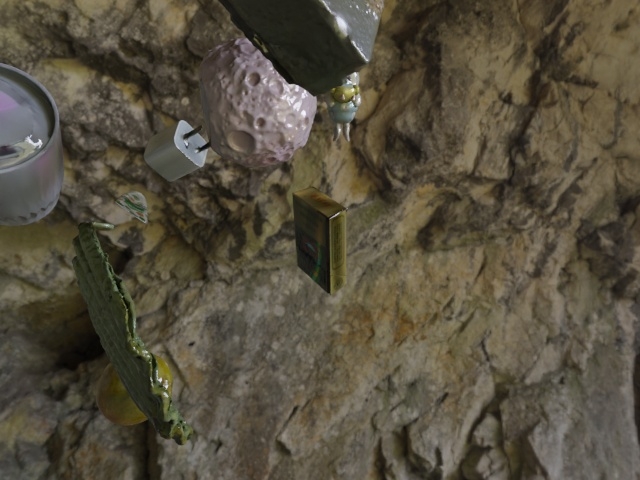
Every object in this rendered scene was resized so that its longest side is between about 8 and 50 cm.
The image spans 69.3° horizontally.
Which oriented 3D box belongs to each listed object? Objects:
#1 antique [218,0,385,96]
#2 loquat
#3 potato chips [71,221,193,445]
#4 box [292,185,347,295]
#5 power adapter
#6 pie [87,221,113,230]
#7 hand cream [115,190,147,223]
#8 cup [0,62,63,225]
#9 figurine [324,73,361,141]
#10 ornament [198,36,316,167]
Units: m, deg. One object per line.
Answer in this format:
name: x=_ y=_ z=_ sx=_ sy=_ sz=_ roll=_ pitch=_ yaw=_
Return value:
antique: x=-0.053 y=-0.323 z=0.554 sx=0.125 sy=0.150 sz=0.284 roll=-13 pitch=-36 yaw=41
loquat: x=-0.554 y=0.428 z=1.355 sx=0.246 sy=0.213 sz=0.213 roll=-6 pitch=-38 yaw=34
potato chips: x=-0.344 y=0.170 z=0.821 sx=0.429 sy=0.070 sz=0.358 roll=41 pitch=-38 yaw=35
box: x=0.000 y=0.000 z=1.196 sx=0.159 sy=0.071 sz=0.240 roll=35 pitch=-42 yaw=42
power adapter: x=-0.417 y=-0.287 z=1.427 sx=0.205 sy=0.125 sz=0.130 roll=-19 pitch=-42 yaw=24
pie: x=-0.692 y=-0.043 z=1.446 sx=0.085 sy=0.017 sz=0.085 roll=1 pitch=-11 yaw=0
hand cream: x=-0.320 y=-0.060 z=0.791 sx=0.057 sy=0.037 sz=0.165 roll=38 pitch=-3 yaw=-23
cup: x=-0.706 y=-0.191 z=1.024 sx=0.253 sy=0.253 sz=0.371 roll=26 pitch=-27 yaw=-13
figurine: x=0.074 y=-0.452 z=1.502 sx=0.127 sy=0.235 sz=0.155 roll=-2 pitch=-6 yaw=-21
ornament: x=-0.125 y=-0.277 z=0.946 sx=0.225 sy=0.259 sz=0.259 roll=-11 pitch=-25 yaw=-15
